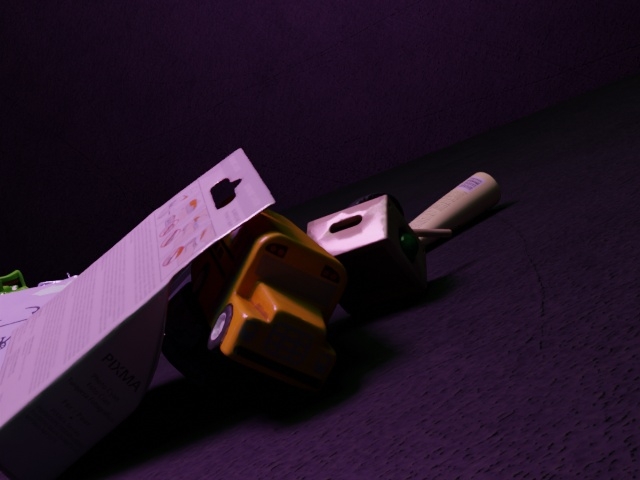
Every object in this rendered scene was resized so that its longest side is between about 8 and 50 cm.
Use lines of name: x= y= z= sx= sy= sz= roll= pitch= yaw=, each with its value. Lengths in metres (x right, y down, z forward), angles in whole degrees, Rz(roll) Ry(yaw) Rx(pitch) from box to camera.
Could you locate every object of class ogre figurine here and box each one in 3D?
ogre figurine: x=-0.515 y=0.112 z=1.444 sx=0.197 sy=0.097 sz=0.118 roll=-24 pitch=12 yaw=47

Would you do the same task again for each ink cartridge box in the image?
ink cartridge box: x=-0.200 y=0.068 z=1.024 sx=0.385 sy=0.091 sz=0.308 roll=-39 pitch=20 yaw=1

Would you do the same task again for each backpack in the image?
backpack: x=-0.143 y=0.114 z=1.071 sx=0.084 sy=0.114 sz=0.105 roll=-42 pitch=5 yaw=11

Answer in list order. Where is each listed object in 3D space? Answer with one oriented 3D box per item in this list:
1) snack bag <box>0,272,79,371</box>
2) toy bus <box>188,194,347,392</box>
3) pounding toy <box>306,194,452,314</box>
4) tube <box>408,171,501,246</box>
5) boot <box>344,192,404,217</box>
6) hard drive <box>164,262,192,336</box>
snack bag: x=-0.505 y=0.185 z=1.249 sx=0.323 sy=0.037 sz=0.342 roll=-13 pitch=33 yaw=1
toy bus: x=-0.060 y=0.047 z=0.969 sx=0.130 sy=0.108 sz=0.332 roll=-62 pitch=18 yaw=3
pounding toy: x=0.075 y=0.010 z=1.099 sx=0.141 sy=0.130 sz=0.100 roll=-20 pitch=44 yaw=23
tube: x=0.182 y=-0.027 z=1.392 sx=0.240 sy=0.062 sz=0.070 roll=-32 pitch=-33 yaw=-30
boot: x=0.000 y=0.000 z=1.561 sx=0.246 sy=0.094 sz=0.207 roll=-35 pitch=16 yaw=-34
hard drive: x=-0.198 y=0.061 z=1.532 sx=0.255 sy=0.054 sz=0.172 roll=-47 pitch=9 yaw=-2
